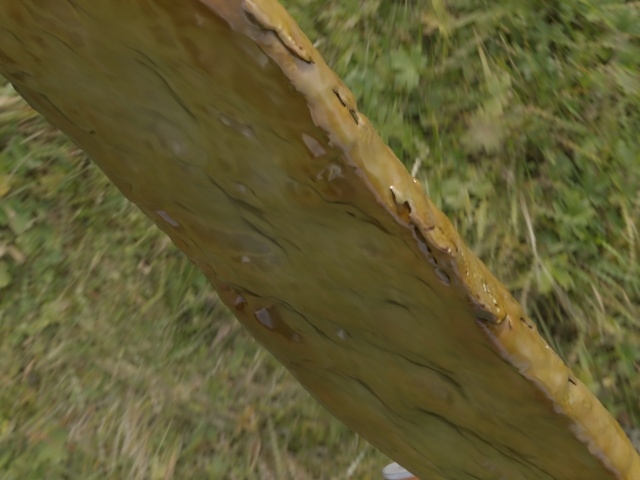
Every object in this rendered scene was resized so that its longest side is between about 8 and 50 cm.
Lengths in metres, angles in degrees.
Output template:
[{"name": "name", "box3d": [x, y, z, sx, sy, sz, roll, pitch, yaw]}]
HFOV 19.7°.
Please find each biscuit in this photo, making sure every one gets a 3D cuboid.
[{"name": "biscuit", "box3d": [0.000, 0.000, 0.434, 0.247, 0.118, 0.029, 49, 65, -37]}]

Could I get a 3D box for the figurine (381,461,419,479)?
[{"name": "figurine", "box3d": [0.112, 0.277, 1.356, 0.143, 0.143, 0.271, -31, 96, 8]}]
